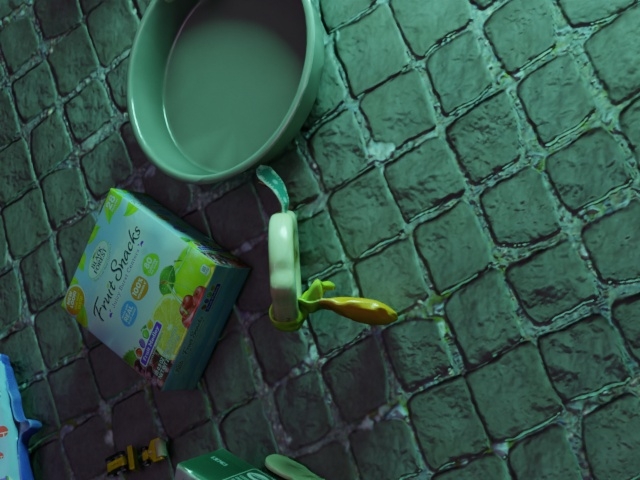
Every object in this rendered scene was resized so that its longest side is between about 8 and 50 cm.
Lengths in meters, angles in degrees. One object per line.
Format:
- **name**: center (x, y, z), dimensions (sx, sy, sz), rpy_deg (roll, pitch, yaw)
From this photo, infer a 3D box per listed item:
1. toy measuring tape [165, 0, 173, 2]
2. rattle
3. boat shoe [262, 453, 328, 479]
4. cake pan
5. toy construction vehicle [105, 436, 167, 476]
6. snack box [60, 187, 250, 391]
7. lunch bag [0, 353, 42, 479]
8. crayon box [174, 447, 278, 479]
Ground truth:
- **toy measuring tape**: center (-0.231, -0.442, 1.425), dimensions (0.121, 0.121, 0.330), rpy_deg (-31, 56, 29)
- **rattle**: center (0.000, 0.000, 1.287), dimensions (0.143, 0.130, 0.199), rpy_deg (-14, 45, 16)
- **boat shoe**: center (-0.012, 0.283, 1.274), dimensions (0.133, 0.049, 0.042), rpy_deg (23, 107, 35)
- **cake pan**: center (-0.111, -0.206, 1.376), dimensions (0.293, 0.054, 0.293), rpy_deg (-8, 77, 36)
- **toy construction vehicle**: center (-0.216, 0.291, 1.426), dimensions (0.098, 0.035, 0.086), rpy_deg (-32, 57, 26)
- **snack box**: center (-0.207, 0.059, 1.417), dimensions (0.207, 0.070, 0.174), rpy_deg (33, 104, 34)
- **lunch bag**: center (-0.503, 0.294, 1.584), dimensions (0.293, 0.138, 0.221), rpy_deg (-19, 73, 19)
- **crayon box**: center (-0.088, 0.419, 1.267), dimensions (0.203, 0.083, 0.323), rpy_deg (23, 109, 34)
